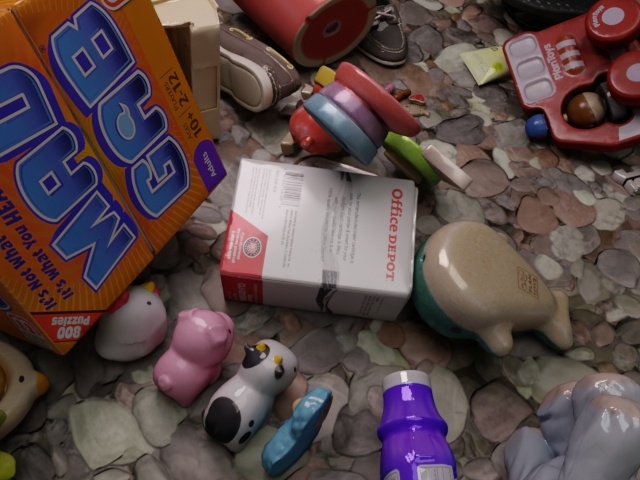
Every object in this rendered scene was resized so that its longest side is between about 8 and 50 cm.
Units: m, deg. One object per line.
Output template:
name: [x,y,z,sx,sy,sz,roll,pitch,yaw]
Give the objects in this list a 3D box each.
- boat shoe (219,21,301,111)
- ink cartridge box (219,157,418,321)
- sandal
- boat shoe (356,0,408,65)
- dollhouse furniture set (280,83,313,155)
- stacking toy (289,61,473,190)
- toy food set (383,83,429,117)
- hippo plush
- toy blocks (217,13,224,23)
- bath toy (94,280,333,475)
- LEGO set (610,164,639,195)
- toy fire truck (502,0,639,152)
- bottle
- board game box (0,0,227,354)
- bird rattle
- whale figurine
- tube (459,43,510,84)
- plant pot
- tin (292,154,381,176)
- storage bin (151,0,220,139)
boat shoe: [-0.167,-0.350,1.248,0.097,0.116,0.324,-27,49,-31]
ink cartridge box: [0.000,0.000,0.996,0.273,0.114,0.197,7,64,0]
sandal: [0.542,-0.514,1.481,0.446,0.107,0.167,15,51,-11]
boat shoe: [0.099,-0.515,1.421,0.112,0.095,0.335,-13,56,-16]
dollhouse furniture set: [-0.064,-0.222,1.203,0.081,0.091,0.114,18,55,26]
stacking toy: [0.074,-0.144,1.049,0.279,0.309,0.130,42,94,-12]
toy food set: [0.157,-0.283,1.302,0.122,0.019,0.078,5,53,-2]
hippo plush: [0.355,0.310,0.743,0.236,0.234,0.294,34,30,4]
toy blocks: [-0.285,-0.498,1.392,0.123,0.054,0.148,-15,56,-17]
bath toy: [-0.154,0.157,0.872,0.348,0.129,0.151,29,56,16]
LEGO set: [0.672,-0.133,1.207,0.227,0.087,0.093,-13,56,-14]
toy fire truck: [0.507,-0.300,1.261,0.254,0.169,0.302,-18,67,20]
bottle: [0.121,0.302,0.801,0.092,0.118,0.282,0,53,-3]
board game box: [-0.412,-0.136,0.854,0.356,0.356,0.356,12,50,31]
bird rattle: [-0.471,0.211,0.830,0.254,0.143,0.207,19,41,23]
whale figurine: [0.254,0.087,0.989,0.272,0.141,0.216,24,51,-19]
tube: [0.422,-0.390,1.391,0.240,0.062,0.070,-16,22,-12]
plant pot: [-0.031,-0.502,1.308,0.275,0.275,0.243,-24,69,-22]
tin: [0.033,-0.088,1.134,0.190,0.040,0.106,19,58,8]
storage bin: [-0.270,-0.338,1.146,0.123,0.262,0.260,-18,57,-21]
